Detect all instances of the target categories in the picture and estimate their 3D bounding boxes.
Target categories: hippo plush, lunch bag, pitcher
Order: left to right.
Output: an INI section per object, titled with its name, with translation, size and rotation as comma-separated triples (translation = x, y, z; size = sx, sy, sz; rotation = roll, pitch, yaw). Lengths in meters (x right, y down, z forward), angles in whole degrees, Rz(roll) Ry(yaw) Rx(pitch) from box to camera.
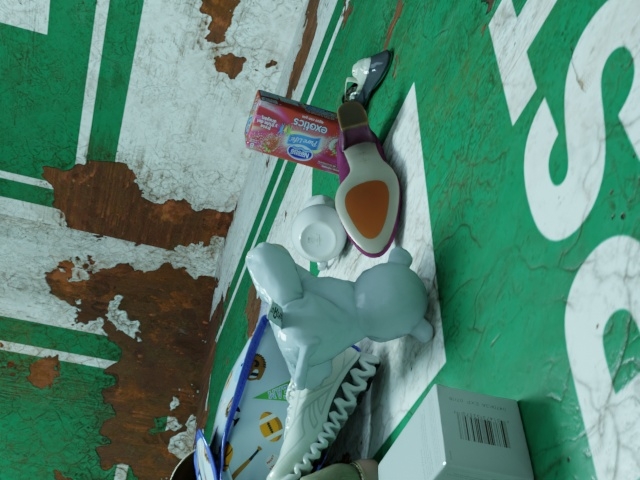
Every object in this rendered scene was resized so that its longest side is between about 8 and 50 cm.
[lunch bag]
translation = -0.109, 0.378, 1.488
size = 0.328, 0.239, 0.385
rotation = 115, 173, -64
[pitcher]
translation = 0.000, 0.000, 1.823
size = 0.207, 0.125, 0.178
rotation = -85, -10, -76
[hippo plush]
translation = 0.032, 0.081, 1.225
size = 0.294, 0.236, 0.234
rotation = 93, 155, -78

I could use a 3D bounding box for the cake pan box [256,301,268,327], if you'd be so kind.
[cake pan box]
translation = -0.131, 0.267, 2.204
size = 0.267, 0.070, 0.246
rotation = 171, 109, -77

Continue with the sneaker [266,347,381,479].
[sneaker]
translation = -0.015, 0.284, 1.317
size = 0.292, 0.118, 0.110
rotation = -52, -11, -36

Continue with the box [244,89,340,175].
[box]
translation = -0.042, -0.252, 1.893
size = 0.128, 0.257, 0.122
rotation = -108, 36, -67

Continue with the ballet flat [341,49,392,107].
[ballet flat]
translation = 0.097, -0.365, 1.832
size = 0.203, 0.074, 0.074
rotation = 125, 154, -59

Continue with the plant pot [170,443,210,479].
[plant pot]
translation = -0.206, 0.599, 1.865
size = 0.230, 0.215, 0.215
rotation = 53, -138, -61

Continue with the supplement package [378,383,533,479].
[supplement package]
translation = 0.145, 0.262, 0.911
size = 0.105, 0.105, 0.179
rotation = -91, 20, -47

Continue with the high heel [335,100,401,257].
[high heel]
translation = 0.097, -0.088, 1.572
size = 0.181, 0.127, 0.377
rotation = 72, -168, -52

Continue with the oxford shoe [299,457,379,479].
[oxford shoe]
translation = -0.026, 0.492, 1.299
size = 0.140, 0.146, 0.397
rotation = -115, 37, -51
